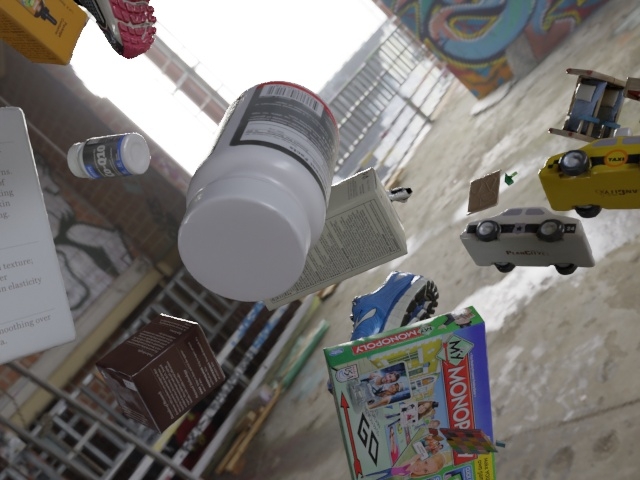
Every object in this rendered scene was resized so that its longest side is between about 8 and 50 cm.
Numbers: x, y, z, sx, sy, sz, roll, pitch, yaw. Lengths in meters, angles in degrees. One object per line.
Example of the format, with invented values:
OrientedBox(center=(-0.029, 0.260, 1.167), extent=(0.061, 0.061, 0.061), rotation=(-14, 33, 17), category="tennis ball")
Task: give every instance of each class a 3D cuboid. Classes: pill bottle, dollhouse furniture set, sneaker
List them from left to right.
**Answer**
OrientedBox(center=(-0.356, -0.396, 1.048), extent=(0.112, 0.299, 0.121), rotation=(-37, -11, 19), category="sneaker")
OrientedBox(center=(-0.394, -0.154, 1.274), extent=(0.137, 0.078, 0.078), rotation=(-4, 29, 23), category="pill bottle")
OrientedBox(center=(-0.067, -0.066, 0.822), extent=(0.161, 0.161, 0.283), rotation=(-42, 20, 30), category="pill bottle")
OrientedBox(center=(0.121, 0.207, 1.532), extent=(0.147, 0.130, 0.330), rotation=(25, 71, 46), category="sneaker")
OrientedBox(center=(0.200, -0.125, 1.818), extent=(0.109, 0.040, 0.044), rotation=(-8, -32, -42), category="sneaker")
OrientedBox(center=(0.548, -0.238, 1.275), extent=(0.183, 0.128, 0.130), rotation=(32, 113, 58), category="dollhouse furniture set")

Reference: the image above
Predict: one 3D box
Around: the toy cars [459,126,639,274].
OrientedBox(center=(0.347, -0.051, 0.948), extent=(0.087, 0.176, 0.394), rotation=(-68, 8, -28), category="toy cars")

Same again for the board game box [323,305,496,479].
OrientedBox(center=(0.135, 0.258, 0.969), extent=(0.213, 0.318, 0.046), rotation=(-15, 29, -6), category="board game box")

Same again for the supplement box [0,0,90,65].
OrientedBox(center=(-0.374, -0.294, 0.771), extent=(0.080, 0.233, 0.078), rotation=(8, 71, 31), category="supplement box")

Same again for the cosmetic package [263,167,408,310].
OrientedBox(center=(0.000, 0.000, 1.360), extent=(0.309, 0.160, 0.113), rotation=(-22, 28, 14), category="cosmetic package")

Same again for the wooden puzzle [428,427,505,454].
OrientedBox(center=(0.161, 0.219, 0.748), extent=(0.083, 0.049, 0.006), rotation=(-10, 44, 36), category="wooden puzzle")

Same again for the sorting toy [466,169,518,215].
OrientedBox(center=(0.239, -0.069, 0.955), extent=(0.083, 0.012, 0.062), rotation=(-21, 47, 52), category="sorting toy")

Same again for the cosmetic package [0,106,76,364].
OrientedBox(center=(-0.649, 0.022, 1.093), extent=(0.327, 0.394, 0.329), rotation=(-8, 5, 44), category="cosmetic package")

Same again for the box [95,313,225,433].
OrientedBox(center=(-0.369, 0.302, 1.593), extent=(0.168, 0.167, 0.203), rotation=(6, 35, 46), category="box")
